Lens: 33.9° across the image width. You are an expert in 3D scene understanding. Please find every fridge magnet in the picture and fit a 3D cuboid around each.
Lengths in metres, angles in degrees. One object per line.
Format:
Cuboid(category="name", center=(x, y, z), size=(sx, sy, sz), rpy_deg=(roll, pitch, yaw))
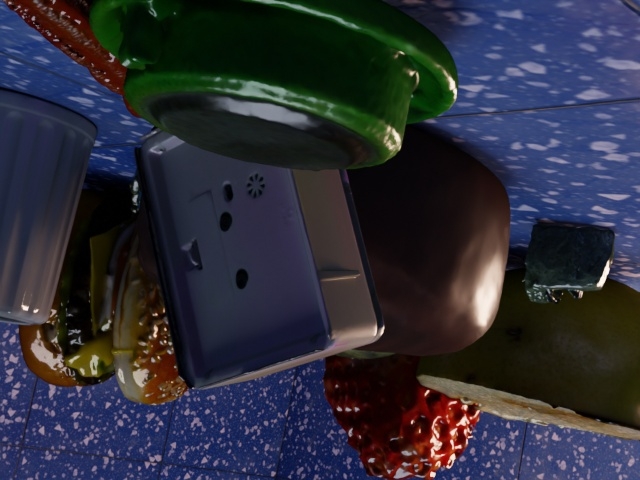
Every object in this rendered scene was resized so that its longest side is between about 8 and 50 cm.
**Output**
Cuboid(category="fridge magnet", center=(-0.027, -0.095, 0.586), size=(0.208, 0.088, 0.208), rpy_deg=(10, 171, 2))

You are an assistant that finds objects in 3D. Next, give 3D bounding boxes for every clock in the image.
Cuboid(category="clock", center=(-0.046, -0.003, 0.746), size=(0.147, 0.192, 0.071), rpy_deg=(-22, 166, 36))

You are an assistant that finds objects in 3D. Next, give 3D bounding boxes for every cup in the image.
Cuboid(category="cup", center=(-0.339, -0.034, 0.993), size=(0.221, 0.202, 0.167), rpy_deg=(11, 170, -12))

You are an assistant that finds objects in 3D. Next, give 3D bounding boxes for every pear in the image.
Cuboid(category="pear", center=(0.306, 0.132, 1.302), size=(0.340, 0.191, 0.386), rpy_deg=(21, 168, -32))

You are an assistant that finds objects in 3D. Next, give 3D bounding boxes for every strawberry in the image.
Cuboid(category="strawberry", center=(0.122, 0.183, 1.527), size=(0.265, 0.336, 0.149), rpy_deg=(-6, 130, 10))

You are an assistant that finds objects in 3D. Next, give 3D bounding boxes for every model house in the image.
Cuboid(category="model house", center=(0.252, 0.026, 1.056), size=(0.083, 0.079, 0.066), rpy_deg=(5, 172, 26))

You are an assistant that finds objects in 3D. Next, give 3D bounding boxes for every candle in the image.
Cuboid(category="candle", center=(-0.144, -0.134, 0.625), size=(0.051, 0.048, 0.329), rpy_deg=(-18, 166, 8))

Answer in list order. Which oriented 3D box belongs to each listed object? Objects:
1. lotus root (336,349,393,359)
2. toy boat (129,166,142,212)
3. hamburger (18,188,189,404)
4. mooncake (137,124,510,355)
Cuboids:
Cuboid(category="lotus root", center=(0.027, 0.078, 1.463), size=(0.309, 0.173, 0.173), rpy_deg=(7, 171, 40))
Cuboid(category="toy boat", center=(-0.165, -0.047, 1.108), size=(0.075, 0.077, 0.185), rpy_deg=(14, 171, -12))
Cuboid(category="hamburger", center=(-0.237, 0.068, 1.348), size=(0.225, 0.291, 0.291), rpy_deg=(9, 171, 11))
Cuboid(category="mooncake", center=(0.000, 0.000, 0.913), size=(0.325, 0.174, 0.334), rpy_deg=(13, 172, 3))
